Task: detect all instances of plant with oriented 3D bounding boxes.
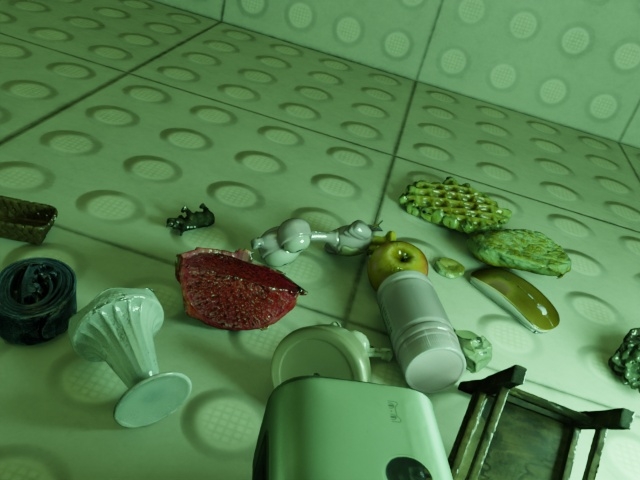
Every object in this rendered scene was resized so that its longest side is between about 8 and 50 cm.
[{"bbox_3d":[0.734,0.268,1.458,0.195,0.129,0.132,-13,39,-44],"label":"plant"}]

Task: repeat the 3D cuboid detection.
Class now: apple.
[{"bbox_3d":[0.181,0.071,1.531,0.147,0.146,0.146,12,31,-7],"label":"apple"}]

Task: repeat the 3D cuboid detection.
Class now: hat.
[{"bbox_3d":[0.300,0.219,1.377,0.122,0.081,0.166,26,5,-29],"label":"hat"}]

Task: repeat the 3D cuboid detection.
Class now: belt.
[{"bbox_3d":[-0.520,0.106,1.184,0.142,0.082,0.190,1,32,-14],"label":"belt"}]

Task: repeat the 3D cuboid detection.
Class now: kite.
[{"bbox_3d":[0.164,-0.039,1.811,0.078,0.002,0.044,-17,44,-41],"label":"kite"}]

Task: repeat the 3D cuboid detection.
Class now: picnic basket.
[{"bbox_3d":[-0.671,-0.046,1.389,0.194,0.054,0.110,10,30,-9],"label":"picnic basket"}]

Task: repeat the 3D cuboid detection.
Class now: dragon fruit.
[{"bbox_3d":[-0.177,0.098,1.332,0.274,0.126,0.161,15,20,-20],"label":"dragon fruit"}]

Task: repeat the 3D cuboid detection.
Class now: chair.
[{"bbox_3d":[0.315,0.365,1.079,0.203,0.416,0.240,19,75,7],"label":"chair"}]

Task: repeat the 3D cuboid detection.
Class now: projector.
[{"bbox_3d":[0.037,0.360,0.867,0.249,0.248,0.249,9,31,-10],"label":"projector"}]

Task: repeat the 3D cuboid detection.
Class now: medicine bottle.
[{"bbox_3d":[0.204,0.182,1.345,0.133,0.133,0.249,7,30,-14],"label":"medicine bottle"}]

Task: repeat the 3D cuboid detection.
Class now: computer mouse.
[{"bbox_3d":[0.487,0.138,1.625,0.126,0.056,0.245,-12,42,-37],"label":"computer mouse"}]

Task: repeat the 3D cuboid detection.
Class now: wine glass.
[{"bbox_3d":[-0.312,0.192,1.074,0.165,0.164,0.196,-8,42,-34],"label":"wine glass"}]

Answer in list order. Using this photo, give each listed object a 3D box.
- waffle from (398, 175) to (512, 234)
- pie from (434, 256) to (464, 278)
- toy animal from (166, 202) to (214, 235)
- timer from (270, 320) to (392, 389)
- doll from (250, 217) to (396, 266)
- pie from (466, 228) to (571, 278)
[{"bbox_3d":[0.408,-0.100,1.958,0.317,0.073,0.297,33,36,31],"label":"waffle"},{"bbox_3d":[0.337,0.072,1.694,0.085,0.020,0.084,10,32,-6],"label":"pie"},{"bbox_3d":[-0.315,-0.049,1.565,0.065,0.047,0.136,42,33,24],"label":"toy animal"},{"bbox_3d":[0.036,0.221,1.229,0.175,0.175,0.266,26,14,16],"label":"timer"},{"bbox_3d":[0.000,-0.001,1.539,0.365,0.160,0.094,-4,74,-32],"label":"doll"},{"bbox_3d":[0.530,0.032,1.731,0.275,0.105,0.257,9,14,-12],"label":"pie"}]
